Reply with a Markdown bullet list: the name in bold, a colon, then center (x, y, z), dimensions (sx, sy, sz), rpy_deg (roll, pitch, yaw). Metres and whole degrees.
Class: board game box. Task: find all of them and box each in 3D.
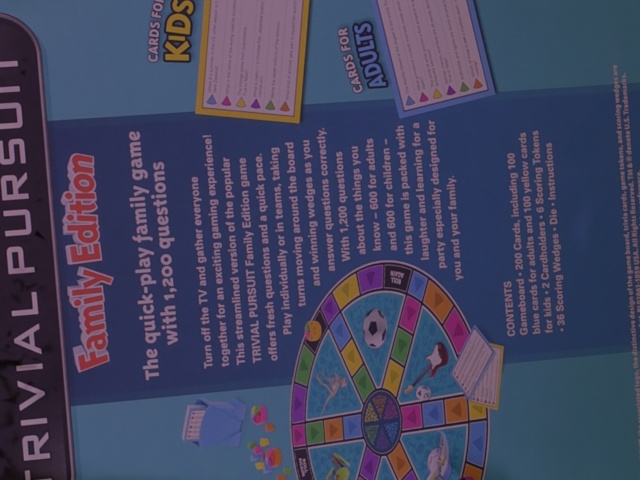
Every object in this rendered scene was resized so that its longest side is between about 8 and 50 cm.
- **board game box**: center (0.000, 0.000, 0.596), dimensions (0.336, 0.079, 0.253), rpy_deg (-4, 92, -9)
